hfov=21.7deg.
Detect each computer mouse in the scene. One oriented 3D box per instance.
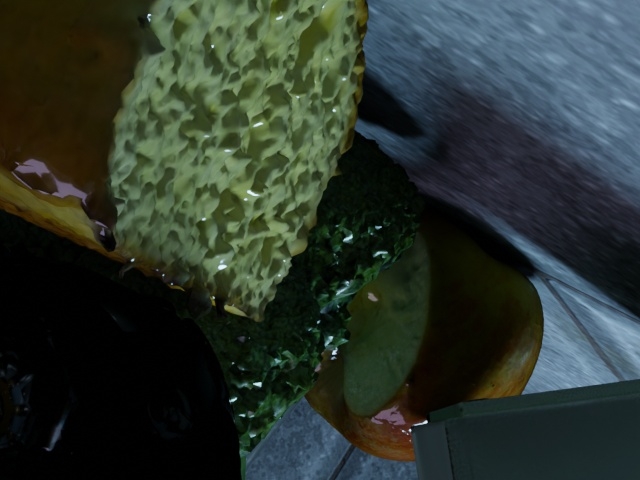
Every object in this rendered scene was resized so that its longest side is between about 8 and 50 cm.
[{"bbox_3d":[-0.114,0.052,0.756,0.146,0.078,0.241,14,-166,-45],"label":"computer mouse"}]

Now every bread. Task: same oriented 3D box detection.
[{"bbox_3d":[-0.097,-0.085,0.737,0.179,0.194,0.340,19,174,12],"label":"bread"}]

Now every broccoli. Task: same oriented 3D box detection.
[{"bbox_3d":[-0.124,0.024,1.031,0.321,0.310,0.413,23,-168,-11],"label":"broccoli"}]

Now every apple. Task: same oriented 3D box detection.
[{"bbox_3d":[0.068,0.074,1.219,0.160,0.173,0.195,41,174,-34],"label":"apple"}]

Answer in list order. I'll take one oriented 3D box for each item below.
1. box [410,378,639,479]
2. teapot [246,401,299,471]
[{"bbox_3d":[0.182,0.145,1.024,0.224,0.118,0.225,-8,172,-3],"label":"box"},{"bbox_3d":[-0.162,0.117,1.438,0.305,0.362,0.376,20,-170,-11],"label":"teapot"}]
